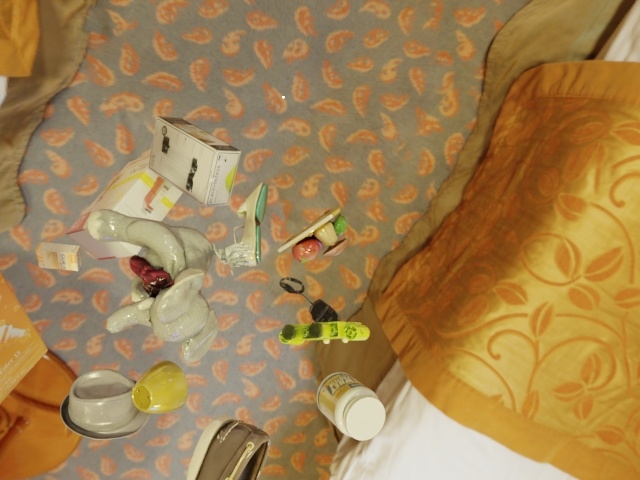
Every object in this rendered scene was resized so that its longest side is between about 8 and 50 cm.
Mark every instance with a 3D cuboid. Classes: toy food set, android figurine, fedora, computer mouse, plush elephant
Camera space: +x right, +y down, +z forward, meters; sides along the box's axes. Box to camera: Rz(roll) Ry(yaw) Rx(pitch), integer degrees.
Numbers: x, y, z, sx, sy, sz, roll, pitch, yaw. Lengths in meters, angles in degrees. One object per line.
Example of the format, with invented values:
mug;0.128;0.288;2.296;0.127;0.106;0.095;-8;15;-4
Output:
toy food set;0.000;0.000;0.880;0.128;0.218;0.071;-34;95;10
android figurine;0.014;0.261;1.357;0.248;0.273;0.056;-9;74;25
fedora;-0.681;0.499;1.535;0.275;0.243;0.124;10;122;-3
computer mouse;-0.034;0.200;1.553;0.242;0.041;0.071;40;83;11
plush elephant;-0.316;0.107;0.990;0.330;0.255;0.272;0;132;4

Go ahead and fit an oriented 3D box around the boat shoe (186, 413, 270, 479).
boat shoe;-0.167;0.441;0.730;0.097;0.116;0.324;8;68;27

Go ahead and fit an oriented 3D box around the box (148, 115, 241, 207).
box;-0.366;-0.228;1.372;0.290;0.087;0.169;31;115;33

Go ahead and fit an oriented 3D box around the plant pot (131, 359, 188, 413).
plant pot;-0.421;0.386;1.227;0.134;0.095;0.134;2;95;26

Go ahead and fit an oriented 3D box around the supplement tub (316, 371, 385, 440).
supplement tub;0.087;0.483;1.411;0.144;0.200;0.144;-2;94;-23

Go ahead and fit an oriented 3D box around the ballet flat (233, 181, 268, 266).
ballet flat;-0.197;-0.050;1.328;0.086;0.086;0.248;6;67;-6

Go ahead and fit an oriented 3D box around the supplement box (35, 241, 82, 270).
supplement box;-0.684;0.043;1.260;0.098;0.036;0.062;5;127;-9

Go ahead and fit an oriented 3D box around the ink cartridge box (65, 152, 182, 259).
ink cartridge box;-0.669;-0.131;1.712;0.279;0.384;0.160;-8;133;41

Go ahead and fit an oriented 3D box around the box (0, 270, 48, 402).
box;-0.746;0.181;0.966;0.168;0.215;0.345;12;134;12
